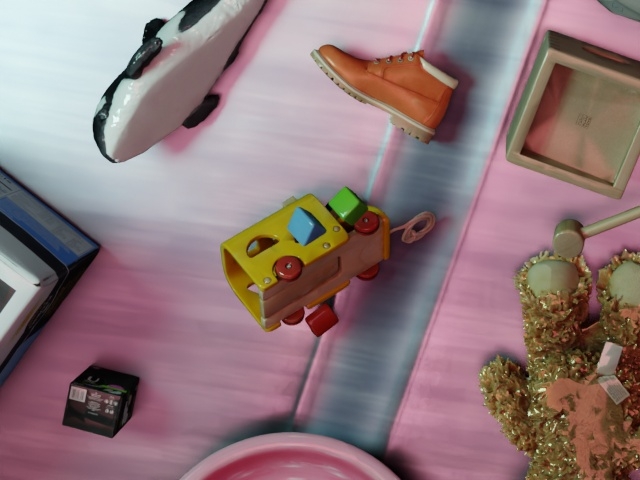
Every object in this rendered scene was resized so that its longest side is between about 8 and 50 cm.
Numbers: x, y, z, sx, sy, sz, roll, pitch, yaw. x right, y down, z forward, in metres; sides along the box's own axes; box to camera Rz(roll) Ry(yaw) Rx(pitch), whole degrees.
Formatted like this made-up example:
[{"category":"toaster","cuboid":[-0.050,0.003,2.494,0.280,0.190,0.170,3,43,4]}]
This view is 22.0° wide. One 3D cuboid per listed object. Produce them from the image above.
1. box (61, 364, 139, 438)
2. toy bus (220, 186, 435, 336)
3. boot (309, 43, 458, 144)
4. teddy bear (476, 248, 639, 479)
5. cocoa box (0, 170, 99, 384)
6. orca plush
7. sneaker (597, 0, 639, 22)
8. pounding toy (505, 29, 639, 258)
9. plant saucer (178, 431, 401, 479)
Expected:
[{"category":"box","cuboid":[-0.246,0.180,1.846,0.062,0.083,0.052,14,101,6]},{"category":"toy bus","cuboid":[-0.010,0.003,1.764,0.104,0.202,0.191,49,113,29]},{"category":"boot","cuboid":[0.069,-0.178,1.749,0.158,0.059,0.084,30,101,-7]},{"category":"teddy bear","cuboid":[0.289,0.172,1.766,0.245,0.113,0.338,-14,91,4]},{"category":"cocoa box","cuboid":[-0.447,0.090,1.785,0.231,0.228,0.347,38,104,1]},{"category":"orca plush","cuboid":[-0.159,-0.220,1.751,0.102,0.151,0.287,42,109,31]},{"category":"sneaker","cuboid":[0.279,-0.281,1.671,0.281,0.115,0.105,37,70,18]},{"category":"pounding toy","cuboid":[0.285,-0.089,1.717,0.181,0.094,0.206,19,112,0]},{"category":"plant saucer","cuboid":[-0.033,0.378,1.796,0.332,0.084,0.332,-1,71,2]}]
